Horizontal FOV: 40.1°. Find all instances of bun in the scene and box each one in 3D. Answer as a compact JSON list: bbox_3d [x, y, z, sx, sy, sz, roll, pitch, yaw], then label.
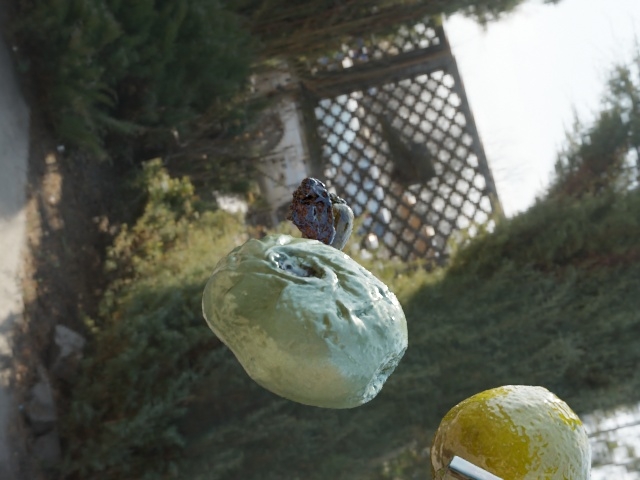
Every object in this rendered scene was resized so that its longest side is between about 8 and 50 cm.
[{"bbox_3d":[-0.008,0.071,0.898,0.221,0.221,0.108,-91,-157,-64],"label":"bun"}]

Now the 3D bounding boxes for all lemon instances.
[{"bbox_3d":[0.327,0.372,1.496,0.245,0.320,0.245,22,-64,56],"label":"lemon"}]

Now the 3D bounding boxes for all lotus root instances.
[{"bbox_3d":[0.000,0.000,1.797,0.094,0.108,0.191,35,71,-28],"label":"lotus root"}]

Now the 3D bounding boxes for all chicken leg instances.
[{"bbox_3d":[-0.018,-0.013,1.590,0.053,0.093,0.205,13,-62,54],"label":"chicken leg"}]

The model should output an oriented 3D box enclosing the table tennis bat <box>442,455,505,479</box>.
[{"bbox_3d":[0.259,0.285,0.836,0.173,0.301,0.022,-23,134,-65],"label":"table tennis bat"}]
